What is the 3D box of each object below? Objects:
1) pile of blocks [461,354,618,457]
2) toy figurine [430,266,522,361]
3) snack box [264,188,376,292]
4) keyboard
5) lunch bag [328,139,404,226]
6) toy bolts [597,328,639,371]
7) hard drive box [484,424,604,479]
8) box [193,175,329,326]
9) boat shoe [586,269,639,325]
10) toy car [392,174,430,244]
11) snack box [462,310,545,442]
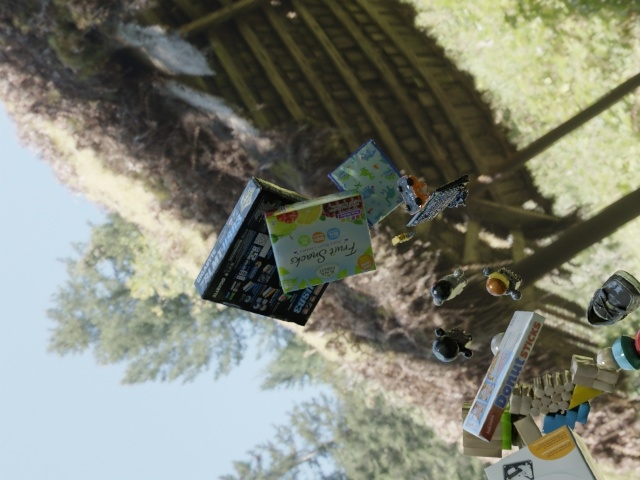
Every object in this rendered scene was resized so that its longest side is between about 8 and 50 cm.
[{"bbox_3d":[0.468,0.360,1.667,0.148,0.362,0.112,64,-164,-2],"label":"pile of blocks"},{"bbox_3d":[0.351,0.165,1.735,0.148,0.213,0.209,-12,-83,-60],"label":"toy figurine"},{"bbox_3d":[0.000,0.000,1.649,0.070,0.207,0.174,-115,13,-72],"label":"snack box"},{"bbox_3d":[0.222,-0.062,1.377,0.038,0.100,0.192,61,165,10],"label":"keyboard"},{"bbox_3d":[0.110,-0.129,1.726,0.151,0.129,0.096,49,-178,-17],"label":"lunch bag"},{"bbox_3d":[0.766,0.299,1.823,0.229,0.158,0.218,20,-128,-39],"label":"toy bolts"},{"bbox_3d":[0.426,0.478,1.375,0.089,0.181,0.232,42,-161,-40],"label":"hard drive box"},{"bbox_3d":[-0.094,0.034,1.771,0.293,0.295,0.073,18,-161,-36],"label":"box"},{"bbox_3d":[0.562,0.122,1.488,0.080,0.073,0.223,48,174,19],"label":"boat shoe"},{"bbox_3d":[0.134,-0.050,1.181,0.041,0.122,0.060,-18,-117,-26],"label":"toy car"},{"bbox_3d":[0.243,0.178,1.031,0.022,0.178,0.064,27,173,-6],"label":"snack box"}]
